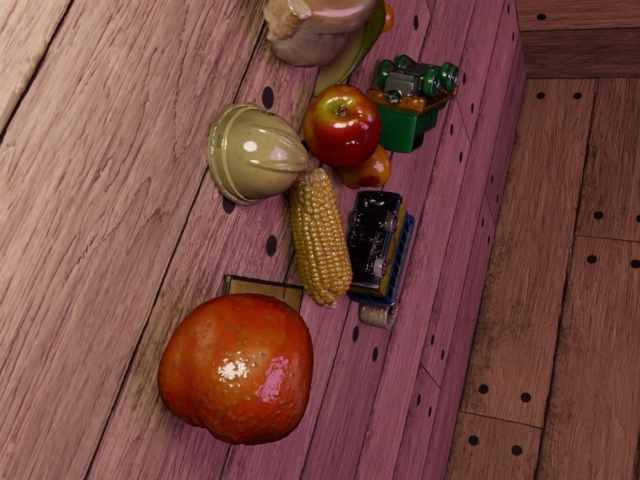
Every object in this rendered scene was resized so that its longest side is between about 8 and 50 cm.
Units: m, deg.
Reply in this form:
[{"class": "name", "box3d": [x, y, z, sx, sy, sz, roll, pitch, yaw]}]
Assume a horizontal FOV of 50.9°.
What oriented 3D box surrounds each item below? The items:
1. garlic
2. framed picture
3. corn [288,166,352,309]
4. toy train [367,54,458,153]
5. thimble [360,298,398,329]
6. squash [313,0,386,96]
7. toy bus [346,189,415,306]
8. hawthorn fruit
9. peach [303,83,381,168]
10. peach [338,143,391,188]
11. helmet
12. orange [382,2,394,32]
[{"class": "garlic", "box3d": [-0.014, -0.524, 1.406, 0.246, 0.231, 0.340, 9, 66, -21]}, {"class": "framed picture", "box3d": [-0.132, 0.212, 1.466, 0.339, 0.014, 0.255, 18, 79, -64]}, {"class": "corn", "box3d": [0.000, 0.000, 1.560, 0.130, 0.130, 0.347, -41, 127, -54]}, {"class": "toy train", "box3d": [0.276, -0.404, 1.990, 0.429, 0.178, 0.249, -34, 136, -57]}, {"class": "thimble", "box3d": [0.175, 0.209, 2.013, 0.115, 0.090, 0.102, 27, 75, -64]}, {"class": "squash", "box3d": [0.068, -0.496, 1.610, 0.288, 0.111, 0.203, -53, 140, -43]}, {"class": "toy bus", "box3d": [0.154, 0.021, 1.868, 0.175, 0.138, 0.287, 49, 53, -56]}, {"class": "hawthorn fruit", "box3d": [-0.135, 0.214, 1.183, 0.275, 0.275, 0.299, 68, 35, -45]}, {"class": "peach", "box3d": [0.053, -0.255, 1.557, 0.197, 0.197, 0.197, -24, 117, -61]}, {"class": "peach", "box3d": [0.113, -0.197, 1.733, 0.138, 0.138, 0.138, -24, 117, -61]}, {"class": "helmet", "box3d": [-0.093, -0.164, 1.319, 0.257, 0.137, 0.204, 8, 89, -64]}, {"class": "orange", "box3d": [0.165, -0.605, 1.821, 0.083, 0.070, 0.083, 5, 90, -69]}]
